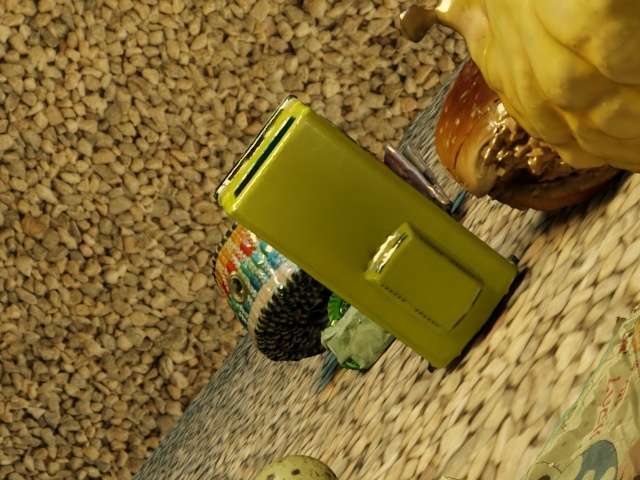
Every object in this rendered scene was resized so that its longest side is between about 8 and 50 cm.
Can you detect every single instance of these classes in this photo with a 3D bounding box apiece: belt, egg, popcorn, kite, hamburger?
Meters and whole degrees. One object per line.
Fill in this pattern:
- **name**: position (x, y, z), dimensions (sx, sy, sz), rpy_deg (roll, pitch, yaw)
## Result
- **belt**: position (0.056, 0.075, 1.474), dimensions (0.151, 0.079, 0.121), rpy_deg (-54, 6, -5)
- **egg**: position (-0.023, 0.235, 1.091), dimensions (0.085, 0.085, 0.110), rpy_deg (-48, 22, 44)
- **popcorn**: position (0.236, -0.224, 0.817), dimensions (0.382, 0.349, 0.349), rpy_deg (-15, -1, -9)
- **kite**: position (0.113, 0.165, 0.741), dimensions (0.406, 0.014, 0.368), rpy_deg (-54, 6, -11)
- **hamburger**: position (0.200, -0.134, 1.129), dimensions (0.243, 0.146, 0.286), rpy_deg (-44, 20, 47)
- **belt**: position (0.000, 0.000, 1.581), dimensions (0.207, 0.160, 0.295), rpy_deg (15, -59, -49)

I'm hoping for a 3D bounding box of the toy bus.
- **toy bus**: position (0.045, -0.003, 1.144), dimensions (0.128, 0.262, 0.150), rpy_deg (-53, 12, 3)
